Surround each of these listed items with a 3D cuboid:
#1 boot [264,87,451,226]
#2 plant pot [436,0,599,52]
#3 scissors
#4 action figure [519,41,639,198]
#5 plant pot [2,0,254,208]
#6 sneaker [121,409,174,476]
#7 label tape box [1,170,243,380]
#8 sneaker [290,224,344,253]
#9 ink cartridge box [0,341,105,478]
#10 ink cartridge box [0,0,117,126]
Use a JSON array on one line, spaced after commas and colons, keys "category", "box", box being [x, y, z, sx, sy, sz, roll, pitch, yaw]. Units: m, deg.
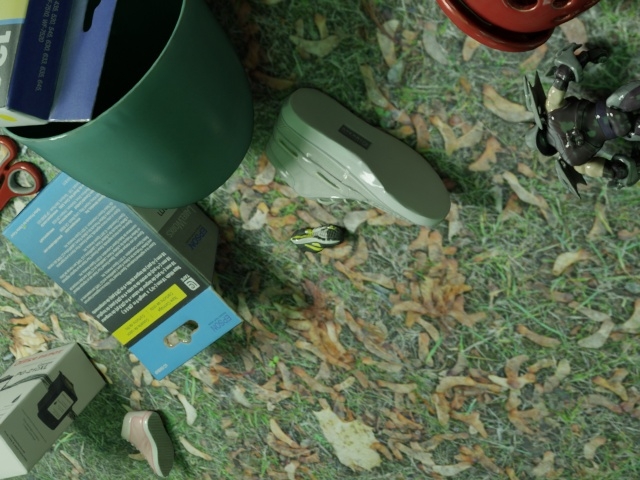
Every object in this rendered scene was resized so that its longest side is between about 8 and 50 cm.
[{"category": "boot", "box": [0.045, -0.084, 1.725, 0.258, 0.095, 0.123, 39, 140, 7]}, {"category": "plant pot", "box": [0.214, -0.304, 1.379, 0.191, 0.191, 0.174, 40, 136, -5]}, {"category": "scissors", "box": [-0.530, -0.060, 2.099, 0.109, 0.021, 0.297, 39, 135, -8]}, {"category": "action figure", "box": [0.351, -0.144, 1.501, 0.285, 0.099, 0.185, -12, 126, 39]}, {"category": "plant pot", "box": [-0.221, -0.178, 1.663, 0.293, 0.293, 0.235, -7, 144, 33]}, {"category": "sneaker", "box": [-0.301, 0.348, 2.273, 0.070, 0.051, 0.134, 3, 123, 29]}, {"category": "label tape box", "box": [-0.276, 0.023, 1.962, 0.334, 0.106, 0.241, 45, 133, -10]}, {"category": "sneaker", "box": [0.000, 0.000, 1.851, 0.083, 0.031, 0.035, 1, 139, 33]}, {"category": "ink cartridge box", "box": [-0.501, 0.289, 2.207, 0.172, 0.237, 0.100, -17, 113, 37]}, {"category": "ink cartridge box", "box": [-0.373, -0.287, 1.581, 0.307, 0.303, 0.072, 0, 165, 39]}]
